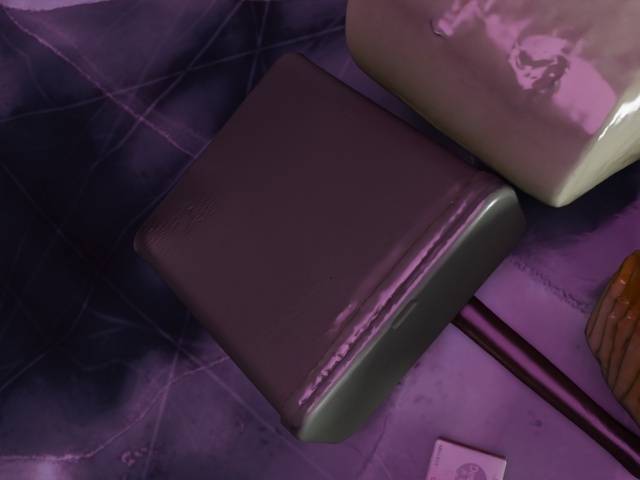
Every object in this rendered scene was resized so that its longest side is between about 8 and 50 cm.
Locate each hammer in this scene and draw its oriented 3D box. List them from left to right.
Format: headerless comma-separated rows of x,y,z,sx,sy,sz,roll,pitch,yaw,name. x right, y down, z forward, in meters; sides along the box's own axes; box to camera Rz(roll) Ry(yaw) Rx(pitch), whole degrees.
0.276,0.168,0.914,0.440,0.044,0.168,42,90,17,hammer

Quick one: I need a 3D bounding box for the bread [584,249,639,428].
0.441,0.167,0.747,0.388,0.236,0.183,47,132,28,bread

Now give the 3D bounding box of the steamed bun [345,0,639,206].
0.282,-0.263,0.853,0.371,0.290,0.456,42,73,16,steamed bun

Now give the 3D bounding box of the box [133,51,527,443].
0.000,0.000,0.920,0.344,0.177,0.352,41,92,29,box

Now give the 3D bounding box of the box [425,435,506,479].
0.167,0.310,0.913,0.089,0.043,0.125,13,84,15,box
